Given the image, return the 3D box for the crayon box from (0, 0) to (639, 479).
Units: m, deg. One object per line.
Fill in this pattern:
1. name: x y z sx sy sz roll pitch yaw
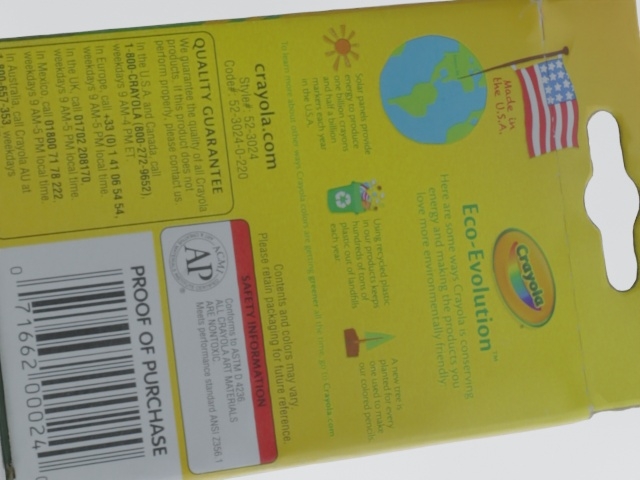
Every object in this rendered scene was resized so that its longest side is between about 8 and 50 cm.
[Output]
1. crayon box: 0.000 0.000 0.865 0.081 0.318 0.202 170 -86 -73
